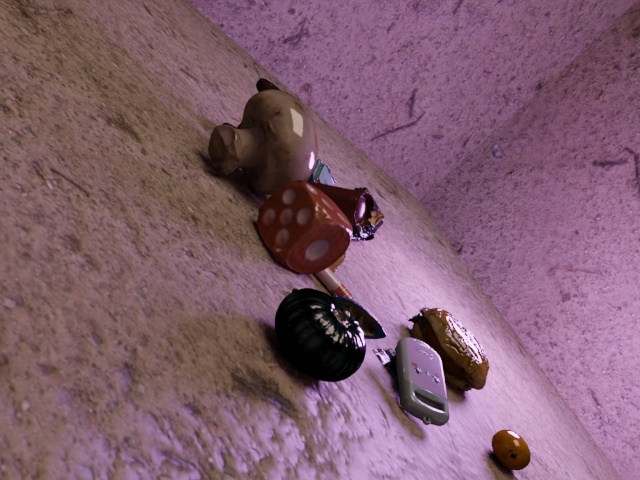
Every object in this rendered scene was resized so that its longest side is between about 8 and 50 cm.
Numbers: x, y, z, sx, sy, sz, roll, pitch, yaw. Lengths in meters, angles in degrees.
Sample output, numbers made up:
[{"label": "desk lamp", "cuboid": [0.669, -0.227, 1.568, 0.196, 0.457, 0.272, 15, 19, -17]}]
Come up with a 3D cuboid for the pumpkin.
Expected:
[{"label": "pumpkin", "cuboid": [0.002, 0.182, 1.285, 0.202, 0.140, 0.202, 40, 17, -15]}]

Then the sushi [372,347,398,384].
[{"label": "sushi", "cuboid": [0.249, 0.349, 1.693, 0.215, 0.050, 0.192, 54, 17, 23]}]

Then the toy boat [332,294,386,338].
[{"label": "toy boat", "cuboid": [0.083, 0.196, 1.621, 0.046, 0.080, 0.229, 12, -15, 46]}]

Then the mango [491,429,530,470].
[{"label": "mango", "cuboid": [0.526, 0.576, 1.797, 0.163, 0.089, 0.111, 44, 12, -44]}]

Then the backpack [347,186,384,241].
[{"label": "backpack", "cuboid": [0.126, -0.086, 2.349, 0.206, 0.133, 0.258, 55, 21, -3]}]

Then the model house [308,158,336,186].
[{"label": "model house", "cuboid": [-0.029, -0.178, 2.221, 0.148, 0.119, 0.148, -71, 144, -47]}]

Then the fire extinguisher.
[{"label": "fire extinguisher", "cuboid": [0.004, -0.120, 1.953, 0.337, 0.106, 0.147, 15, 10, 34]}]

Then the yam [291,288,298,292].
[{"label": "yam", "cuboid": [-0.014, 0.186, 1.438, 0.027, 0.029, 0.234, 0, 40, -30]}]

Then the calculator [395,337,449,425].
[{"label": "calculator", "cuboid": [0.247, 0.345, 1.605, 0.141, 0.045, 0.246, 30, 35, -21]}]

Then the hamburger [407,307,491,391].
[{"label": "hamburger", "cuboid": [0.400, 0.334, 1.994, 0.309, 0.132, 0.211, 49, 13, 4]}]

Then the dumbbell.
[{"label": "dumbbell", "cuboid": [-0.195, -0.367, 1.982, 0.124, 0.225, 0.140, 35, 19, -29]}]

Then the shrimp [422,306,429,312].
[{"label": "shrimp", "cuboid": [0.406, 0.267, 2.360, 0.091, 0.034, 0.161, 48, 16, 8]}]

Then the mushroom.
[{"label": "mushroom", "cuboid": [-0.163, -0.261, 1.788, 0.290, 0.297, 0.297, -8, 48, -29]}]

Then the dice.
[{"label": "dice", "cuboid": [-0.040, -0.033, 1.655, 0.174, 0.175, 0.179, 28, 20, -49]}]

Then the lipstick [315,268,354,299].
[{"label": "lipstick", "cuboid": [0.032, 0.114, 1.729, 0.131, 0.038, 0.038, 49, 15, 7]}]

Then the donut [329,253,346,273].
[{"label": "donut", "cuboid": [0.000, 0.002, 1.839, 0.141, 0.085, 0.217, 38, 17, -28]}]
